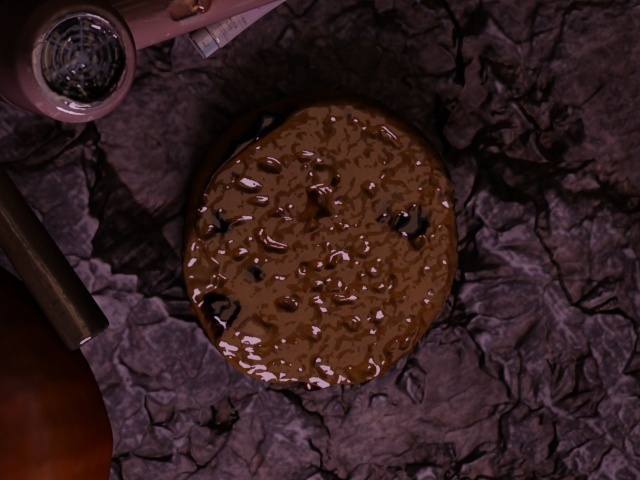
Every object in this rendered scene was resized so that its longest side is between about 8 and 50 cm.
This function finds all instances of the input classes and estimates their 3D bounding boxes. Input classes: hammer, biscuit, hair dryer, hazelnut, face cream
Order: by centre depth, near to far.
[{"bbox_3d":[-0.301,-0.105,1.247,0.044,0.168,0.439,-29,97,26],"label":"hammer"},{"bbox_3d":[-0.351,0.172,1.273,0.366,0.366,0.365,-5,106,-18],"label":"hazelnut"},{"bbox_3d":[-0.128,-0.202,1.339,0.344,0.189,0.106,-24,110,-23],"label":"hair dryer"},{"bbox_3d":[-0.071,-0.213,1.432,0.115,0.020,0.038,-39,110,-9],"label":"face cream"},{"bbox_3d":[0.000,-0.001,1.485,0.296,0.075,0.295,-3,104,-14],"label":"biscuit"}]
